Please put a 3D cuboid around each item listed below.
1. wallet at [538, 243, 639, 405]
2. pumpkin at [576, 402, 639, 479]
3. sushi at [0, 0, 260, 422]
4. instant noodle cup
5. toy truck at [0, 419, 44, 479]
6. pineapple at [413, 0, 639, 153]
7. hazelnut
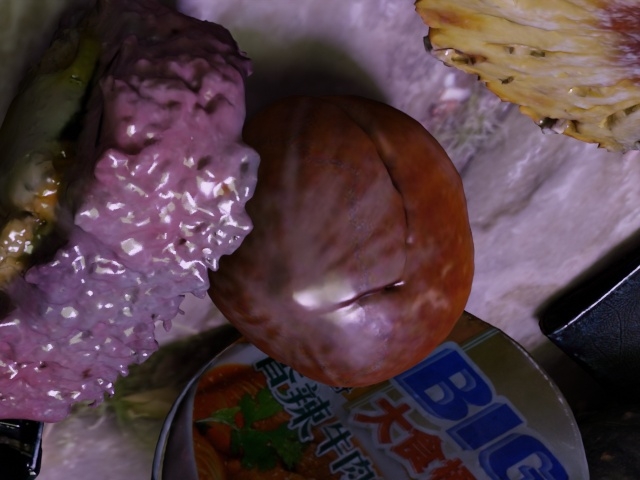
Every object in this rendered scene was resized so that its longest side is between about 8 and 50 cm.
[{"bbox_3d":[0.339,0.100,0.883,0.172,0.045,0.318,-42,128,13],"label":"wallet"},{"bbox_3d":[0.296,0.299,0.818,0.292,0.257,0.327,1,106,-29],"label":"pumpkin"},{"bbox_3d":[-0.128,-0.023,0.521,0.107,0.161,0.241,21,128,-28],"label":"sushi"},{"bbox_3d":[0.037,0.214,0.721,0.296,0.296,0.214,-16,141,-9],"label":"instant noodle cup"},{"bbox_3d":[-0.293,0.084,0.565,0.257,0.127,0.127,16,145,-25],"label":"toy truck"},{"bbox_3d":[0.139,-0.229,0.458,0.209,0.286,0.344,16,166,-1],"label":"pineapple"},{"bbox_3d":[0.000,0.000,0.586,0.182,0.182,0.182,-11,132,-13],"label":"hazelnut"}]
